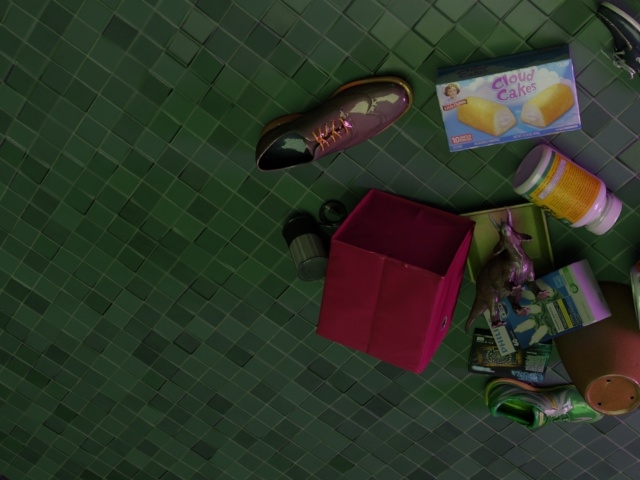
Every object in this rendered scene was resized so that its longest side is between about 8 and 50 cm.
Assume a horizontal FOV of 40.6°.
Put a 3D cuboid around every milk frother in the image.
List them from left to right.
[{"bbox_3d":[0.000,0.000,1.962,0.129,0.135,0.143,6,133,-30],"label":"milk frother"}]

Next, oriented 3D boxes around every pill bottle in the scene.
[{"bbox_3d":[0.515,-0.100,1.802,0.208,0.117,0.117,30,123,-9],"label":"pill bottle"}]

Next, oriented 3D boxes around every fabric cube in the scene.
[{"bbox_3d":[0.166,0.082,1.884,0.259,0.254,0.258,20,124,16],"label":"fabric cube"}]

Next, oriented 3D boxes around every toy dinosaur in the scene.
[{"bbox_3d":[0.401,0.089,1.893,0.121,0.160,0.313,-1,138,-17],"label":"toy dinosaur"}]

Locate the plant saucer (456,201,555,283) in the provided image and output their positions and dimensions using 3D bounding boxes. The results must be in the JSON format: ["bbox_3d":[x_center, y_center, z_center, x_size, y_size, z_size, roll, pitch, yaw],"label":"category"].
[{"bbox_3d":[0.413,-0.003,1.929,0.188,0.045,0.188,-10,120,17],"label":"plant saucer"}]

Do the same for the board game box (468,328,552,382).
[{"bbox_3d":[0.461,0.282,2.115,0.186,0.026,0.126,8,124,6],"label":"board game box"}]

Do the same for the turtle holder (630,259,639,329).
[{"bbox_3d":[0.783,0.134,1.826,0.227,0.243,0.320,-8,127,15],"label":"turtle holder"}]

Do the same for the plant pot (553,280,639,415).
[{"bbox_3d":[0.637,0.259,1.928,0.237,0.254,0.237,6,124,9],"label":"plant pot"}]

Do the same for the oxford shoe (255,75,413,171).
[{"bbox_3d":[0.027,-0.227,1.811,0.363,0.133,0.130,-23,115,24],"label":"oxford shoe"}]

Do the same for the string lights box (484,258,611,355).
[{"bbox_3d":[0.495,0.152,1.922,0.259,0.076,0.133,-32,76,43],"label":"string lights box"}]

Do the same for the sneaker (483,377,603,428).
[{"bbox_3d":[0.549,0.419,2.127,0.295,0.123,0.109,4,123,8],"label":"sneaker"}]

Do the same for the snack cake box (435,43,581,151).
[{"bbox_3d":[0.374,-0.284,1.729,0.264,0.089,0.152,-9,121,17],"label":"snack cake box"}]

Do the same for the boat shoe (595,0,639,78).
[{"bbox_3d":[0.600,-0.348,1.642,0.254,0.095,0.079,37,111,-23],"label":"boat shoe"}]
